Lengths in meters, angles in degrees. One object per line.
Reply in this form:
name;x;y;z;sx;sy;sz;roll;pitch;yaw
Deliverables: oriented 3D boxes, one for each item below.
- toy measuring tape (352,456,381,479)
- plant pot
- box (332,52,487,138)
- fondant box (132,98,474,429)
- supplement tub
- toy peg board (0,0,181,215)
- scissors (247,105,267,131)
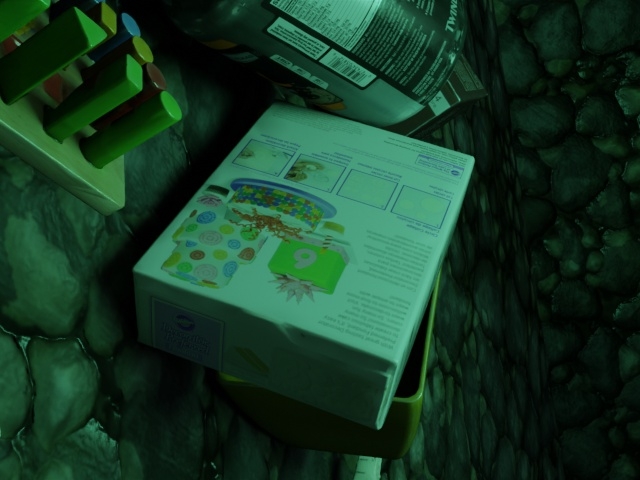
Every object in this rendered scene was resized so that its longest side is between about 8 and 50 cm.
toy measuring tape;0.059;0.221;1.085;0.121;0.121;0.330;10;92;-64
plant pot;0.028;0.134;0.914;0.187;0.212;0.212;78;21;-46
box;0.118;-0.234;1.179;0.168;0.167;0.203;59;26;2
fondant box;0.000;0.000;0.795;0.330;0.238;0.096;-59;164;-49
supplement tub;-0.021;-0.266;0.827;0.338;0.207;0.207;22;62;-41
toy peg board;-0.157;-0.129;0.490;0.161;0.079;0.161;43;27;-47
scissors;-0.046;-0.018;0.999;0.109;0.021;0.297;-7;92;-66
